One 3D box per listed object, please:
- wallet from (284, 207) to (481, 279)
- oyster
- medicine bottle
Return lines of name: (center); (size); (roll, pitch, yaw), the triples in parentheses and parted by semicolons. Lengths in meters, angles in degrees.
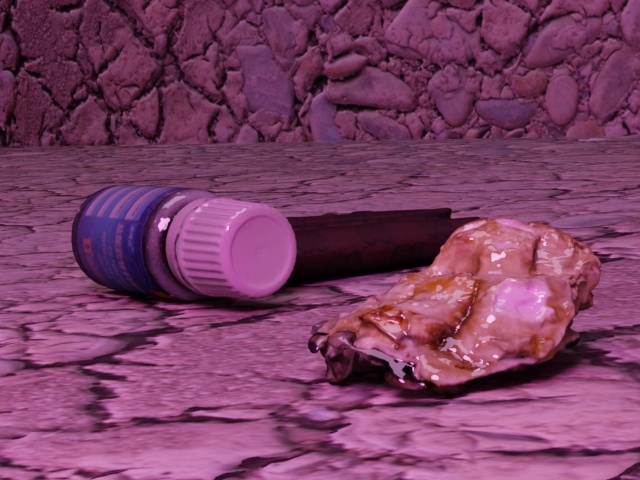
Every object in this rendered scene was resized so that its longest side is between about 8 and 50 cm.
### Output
wallet: (0.000, 0.000, 1.320); (0.229, 0.049, 0.182); (-6, 4, -34)
oyster: (0.071, 0.030, 0.902); (0.163, 0.081, 0.191); (-8, 3, -2)
medicine bottle: (-0.099, 0.002, 1.190); (0.083, 0.083, 0.203); (-9, 7, -37)
